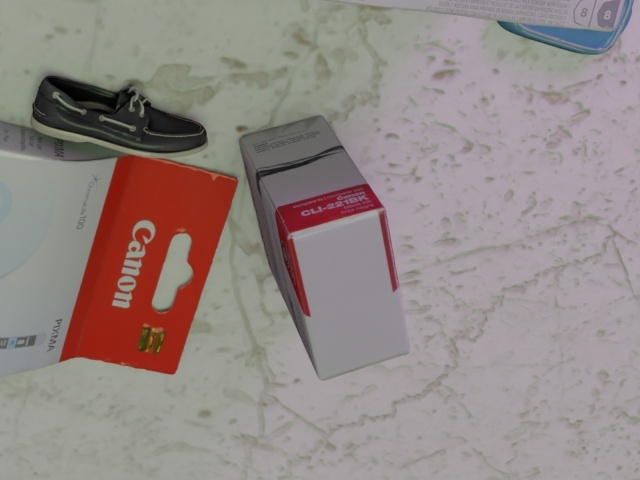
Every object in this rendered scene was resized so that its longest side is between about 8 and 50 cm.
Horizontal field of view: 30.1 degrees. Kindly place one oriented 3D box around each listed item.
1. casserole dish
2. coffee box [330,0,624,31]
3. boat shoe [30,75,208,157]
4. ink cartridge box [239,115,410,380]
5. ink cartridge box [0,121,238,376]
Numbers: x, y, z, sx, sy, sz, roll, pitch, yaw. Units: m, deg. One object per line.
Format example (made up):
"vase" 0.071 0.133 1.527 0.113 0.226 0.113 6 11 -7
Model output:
"casserole dish" 0.300 -0.286 1.442 0.188 0.037 0.114 14 114 -18
"coffee box" 0.111 -0.426 1.146 0.337 0.338 0.334 3 117 -15
"boat shoe" -0.227 -0.145 1.375 0.206 0.075 0.065 9 119 -12
"ink cartridge box" 0.000 0.000 1.394 0.114 0.273 0.197 -17 121 -8
"ink cartridge box" -0.319 0.031 1.441 0.385 0.091 0.308 12 115 -18
